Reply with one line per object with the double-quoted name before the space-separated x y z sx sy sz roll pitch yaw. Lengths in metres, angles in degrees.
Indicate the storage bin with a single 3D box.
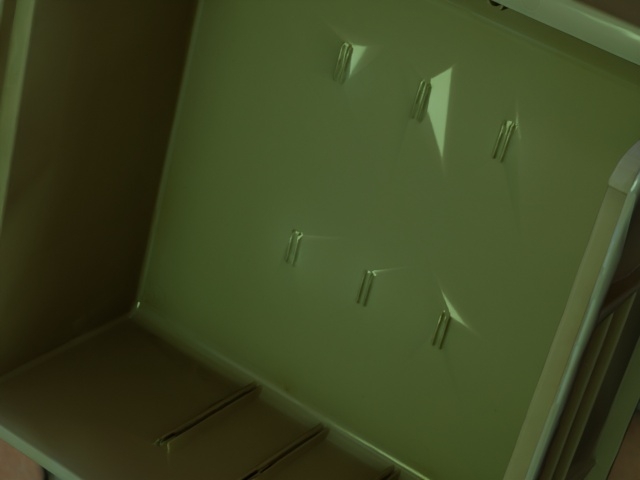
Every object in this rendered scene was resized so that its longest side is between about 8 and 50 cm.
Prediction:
"storage bin" 0.000 0.000 0.588 0.262 0.123 0.260 29 121 25
